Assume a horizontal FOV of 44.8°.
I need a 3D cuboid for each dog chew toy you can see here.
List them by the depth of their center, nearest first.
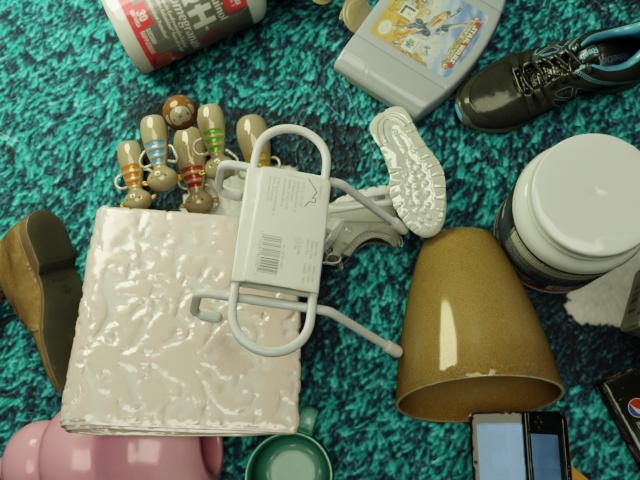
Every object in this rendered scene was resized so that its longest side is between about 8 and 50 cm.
[{"bbox_3d":[-0.318,0.321,1.154,0.331,0.206,0.207,-10,77,10],"label":"dog chew toy"}]

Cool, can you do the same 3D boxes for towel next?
[{"bbox_3d":[-0.183,0.112,1.103,0.317,0.053,0.332,4,62,-6],"label":"towel"}]

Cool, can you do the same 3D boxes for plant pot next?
[{"bbox_3d":[0.219,0.118,1.160,0.237,0.237,0.254,-5,62,3],"label":"plant pot"}]

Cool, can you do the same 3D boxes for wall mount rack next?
[{"bbox_3d":[-0.012,0.020,1.081,0.304,0.130,0.350,10,62,-7],"label":"wall mount rack"}]

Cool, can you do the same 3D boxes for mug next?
[{"bbox_3d":[-0.033,0.345,1.173,0.158,0.097,0.129,-39,78,-6],"label":"mug"}]

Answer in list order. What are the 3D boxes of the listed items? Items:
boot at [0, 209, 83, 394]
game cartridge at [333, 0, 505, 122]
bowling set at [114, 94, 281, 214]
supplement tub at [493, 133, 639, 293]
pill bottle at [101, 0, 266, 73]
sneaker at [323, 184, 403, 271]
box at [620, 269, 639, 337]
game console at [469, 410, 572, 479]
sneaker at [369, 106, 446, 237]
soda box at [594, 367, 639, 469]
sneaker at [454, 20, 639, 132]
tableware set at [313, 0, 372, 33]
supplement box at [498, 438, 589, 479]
[{"bbox_3d":[-0.446,0.113,1.267,0.115,0.112,0.305,-22,80,29],"label":"boot"},{"bbox_3d":[0.185,-0.357,1.325,0.198,0.062,0.297,32,78,12],"label":"game cartridge"},{"bbox_3d":[-0.218,-0.128,1.243,0.287,0.200,0.154,-13,78,5],"label":"bowling set"},{"bbox_3d":[0.368,-0.033,1.140,0.191,0.272,0.191,-1,77,3],"label":"supplement tub"},{"bbox_3d":[-0.199,-0.424,1.311,0.318,0.176,0.176,-26,77,-2],"label":"pill bottle"},{"bbox_3d":[0.000,0.000,1.243,0.281,0.105,0.115,-17,83,2],"label":"sneaker"},{"bbox_3d":[0.615,0.130,1.181,0.275,0.094,0.113,20,79,7],"label":"box"},{"bbox_3d":[0.282,0.314,1.092,0.085,0.124,0.144,3,78,-21],"label":"game console"},{"bbox_3d":[0.151,-0.102,1.230,0.090,0.095,0.235,-19,60,12],"label":"sneaker"},{"bbox_3d":[0.487,0.282,1.176,0.060,0.053,0.169,-24,78,-2],"label":"soda box"},{"bbox_3d":[0.382,-0.279,1.262,0.341,0.139,0.125,-20,80,1],"label":"sneaker"},{"bbox_3d":[0.043,-0.444,1.337,0.168,0.020,0.141,30,75,-30],"label":"tableware set"},{"bbox_3d":[0.372,0.384,1.150,0.233,0.080,0.078,41,84,12],"label":"supplement box"}]
